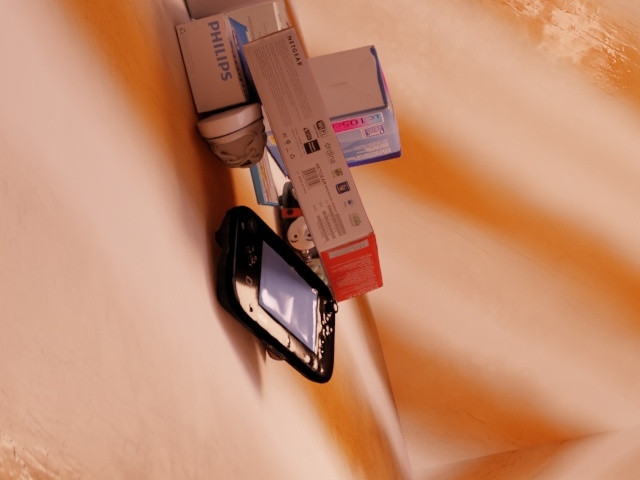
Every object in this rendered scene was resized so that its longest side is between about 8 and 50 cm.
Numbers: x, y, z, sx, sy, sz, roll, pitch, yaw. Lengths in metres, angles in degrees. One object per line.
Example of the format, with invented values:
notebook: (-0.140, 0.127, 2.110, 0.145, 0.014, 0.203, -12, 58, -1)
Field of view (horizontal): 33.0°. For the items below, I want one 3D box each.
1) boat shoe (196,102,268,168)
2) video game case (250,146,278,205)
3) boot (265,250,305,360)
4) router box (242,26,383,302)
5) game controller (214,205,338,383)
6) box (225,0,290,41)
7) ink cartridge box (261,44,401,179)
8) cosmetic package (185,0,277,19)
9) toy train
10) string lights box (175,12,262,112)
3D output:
boat shoe: (-0.123, -0.149, 1.606, 0.267, 0.096, 0.088, -128, -160, -85)
video game case: (-0.109, -0.124, 2.017, 0.166, 0.015, 0.119, -6, 84, -84)
boot: (-0.061, 0.073, 1.710, 0.219, 0.082, 0.106, -89, 165, -44)
router box: (-0.007, -0.103, 1.622, 0.301, 0.082, 0.335, 71, -2, -73)
game controller: (-0.055, 0.084, 1.543, 0.319, 0.067, 0.166, 46, 29, -50)
box: (-0.115, -0.351, 1.938, 0.182, 0.119, 0.181, -10, 87, -83)
ink cartridge box: (0.024, -0.253, 2.300, 0.395, 0.270, 0.151, 51, 29, -76)
cosmetic package: (-0.052, -0.592, 1.707, 0.329, 0.394, 0.327, -93, 168, -57)
toy train: (0.000, 0.000, 2.245, 0.334, 0.142, 0.190, 64, 24, -65)
string lights box: (-0.147, -0.268, 1.671, 0.259, 0.077, 0.133, -53, 129, -82)
